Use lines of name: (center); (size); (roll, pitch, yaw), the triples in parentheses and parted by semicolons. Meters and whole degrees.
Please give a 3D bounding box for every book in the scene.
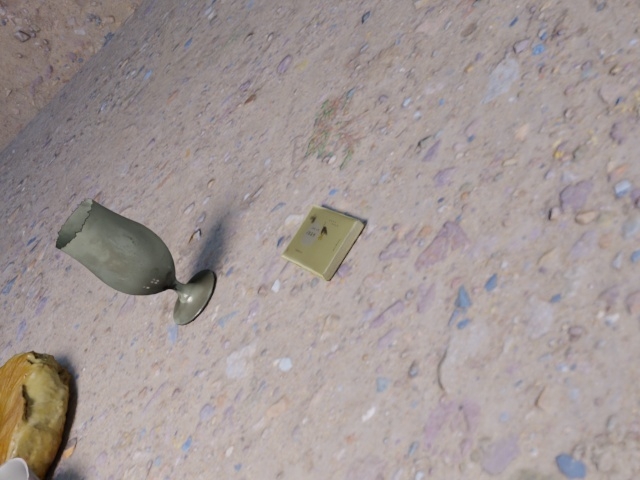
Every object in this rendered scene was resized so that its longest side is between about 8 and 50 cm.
book: (0.000, 0.000, 0.966); (0.077, 0.014, 0.111); (-57, 31, -6)

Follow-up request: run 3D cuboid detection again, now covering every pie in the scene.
pie: (-0.499, 0.322, 1.268); (0.339, 0.083, 0.339); (-33, 36, 28)

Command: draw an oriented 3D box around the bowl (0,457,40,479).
bowl: (-0.391, 0.382, 1.054); (0.189, 0.086, 0.189); (-37, 34, 30)

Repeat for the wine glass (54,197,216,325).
wine glass: (-0.242, 0.028, 1.088); (0.093, 0.202, 0.093); (-35, 36, 31)
